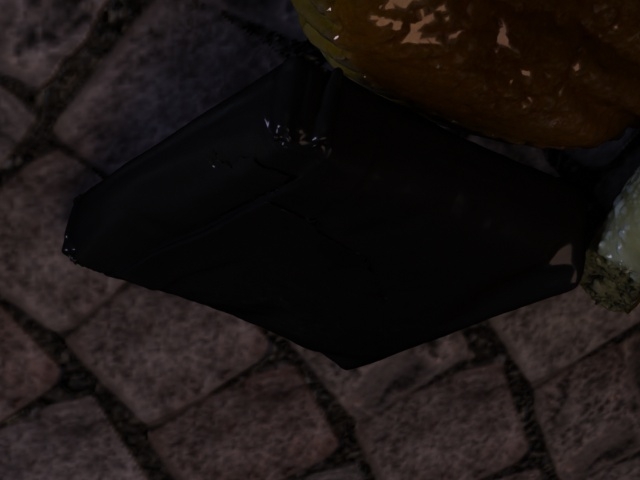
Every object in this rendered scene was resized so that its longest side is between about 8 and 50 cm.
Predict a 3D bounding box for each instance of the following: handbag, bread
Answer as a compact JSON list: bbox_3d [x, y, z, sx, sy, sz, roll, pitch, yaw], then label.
[{"bbox_3d":[0.000,0.000,0.814,0.223,0.080,0.247,19,153,-32],"label":"handbag"},{"bbox_3d":[0.105,-0.162,0.767,0.253,0.142,0.227,24,106,-31],"label":"bread"},{"bbox_3d":[0.232,-0.046,0.879,0.207,0.056,0.286,-49,169,-4],"label":"bread"}]
